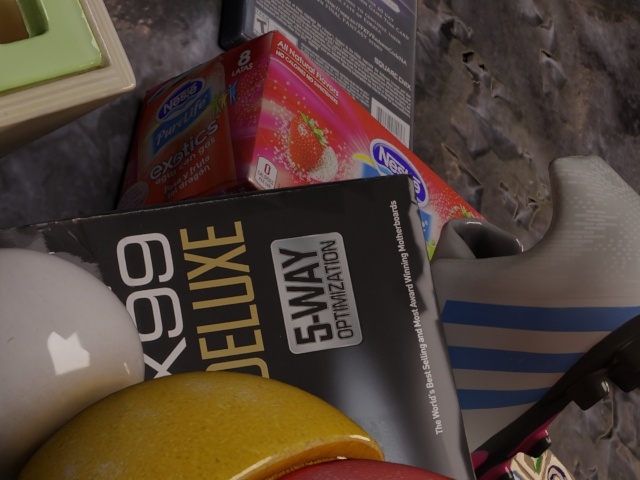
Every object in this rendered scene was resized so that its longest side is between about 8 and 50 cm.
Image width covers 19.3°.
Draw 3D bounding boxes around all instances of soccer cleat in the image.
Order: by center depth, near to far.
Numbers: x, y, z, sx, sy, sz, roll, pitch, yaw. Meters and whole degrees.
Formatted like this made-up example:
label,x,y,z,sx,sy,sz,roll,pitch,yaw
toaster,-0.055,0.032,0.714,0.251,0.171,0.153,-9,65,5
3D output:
label,x,y,z,sx,sy,sz,roll,pitch,yaw
soccer cleat,0.086,0.075,1.148,0.116,0.331,0.143,-8,63,-55

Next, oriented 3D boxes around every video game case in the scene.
label,x,y,z,sx,sy,sz,roll,pitch,yaw
video game case,0.008,-0.212,1.436,0.196,0.026,0.274,34,46,-39

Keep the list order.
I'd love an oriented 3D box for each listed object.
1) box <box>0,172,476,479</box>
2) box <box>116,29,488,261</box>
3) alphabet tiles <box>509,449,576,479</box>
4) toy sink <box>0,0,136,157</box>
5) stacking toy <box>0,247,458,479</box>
label,x,y,z,sx,sy,sz,roll,pitch,yaw
box,-0.042,0.130,1.027,0.242,0.076,0.307,-7,75,-13
box,0.000,0.000,1.226,0.257,0.122,0.128,40,43,-34
alphabet tiles,0.137,0.232,1.387,0.198,0.009,0.237,48,39,-27
toy sink,-0.229,-0.108,0.970,0.234,0.131,0.153,-23,91,-55
stacking toy,-0.042,0.183,0.854,0.480,0.351,0.350,43,26,27
